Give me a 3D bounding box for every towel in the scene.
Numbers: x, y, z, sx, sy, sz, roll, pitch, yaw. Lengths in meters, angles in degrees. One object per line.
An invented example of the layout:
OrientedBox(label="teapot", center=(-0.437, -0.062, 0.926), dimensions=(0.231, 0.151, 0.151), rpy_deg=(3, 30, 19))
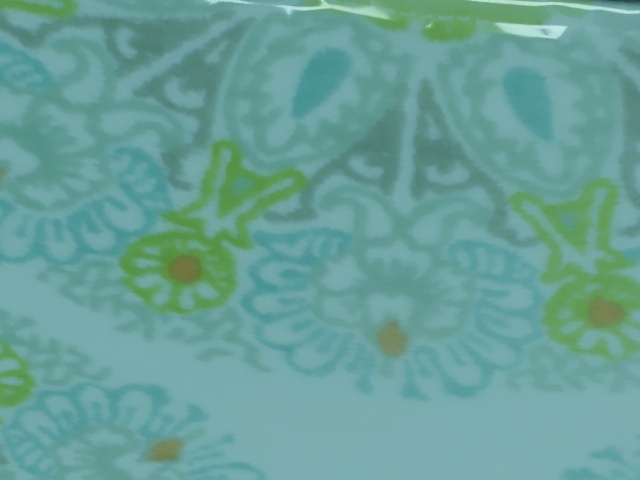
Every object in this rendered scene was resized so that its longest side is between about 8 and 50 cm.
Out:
OrientedBox(label="towel", center=(0.000, 0.000, 0.737), dimensions=(0.320, 0.090, 0.374), rpy_deg=(6, 135, 5))
